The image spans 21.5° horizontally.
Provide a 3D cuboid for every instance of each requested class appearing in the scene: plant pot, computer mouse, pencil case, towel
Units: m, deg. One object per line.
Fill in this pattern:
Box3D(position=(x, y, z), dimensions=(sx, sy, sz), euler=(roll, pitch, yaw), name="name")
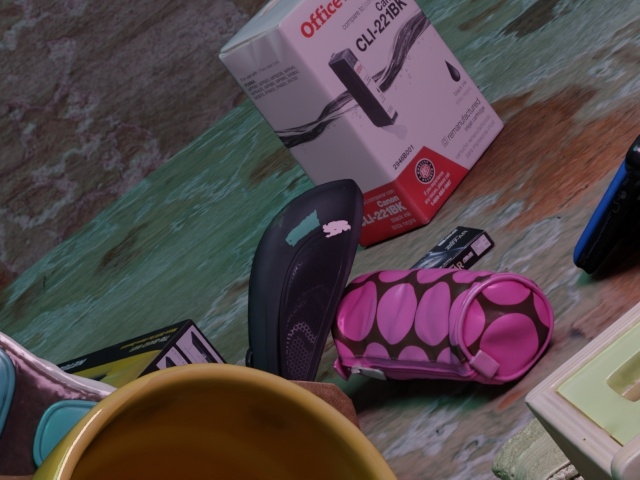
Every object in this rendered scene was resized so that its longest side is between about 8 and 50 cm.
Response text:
Box3D(position=(-0.096, 0.239, 1.062), dimensions=(0.239, 0.254, 0.254), euler=(-46, 4, 47), name="plant pot")
Box3D(position=(-0.034, 0.071, 1.447), dimensions=(0.188, 0.072, 0.272), euler=(-153, 79, -78), name="computer mouse")
Box3D(position=(0.093, 0.074, 1.374), dimensions=(0.098, 0.095, 0.209), euler=(-47, 19, -24), name="pencil case")
Box3D(position=(0.186, 0.120, 1.135), dimensions=(0.148, 0.027, 0.110), euler=(-40, 14, -7), name="towel")

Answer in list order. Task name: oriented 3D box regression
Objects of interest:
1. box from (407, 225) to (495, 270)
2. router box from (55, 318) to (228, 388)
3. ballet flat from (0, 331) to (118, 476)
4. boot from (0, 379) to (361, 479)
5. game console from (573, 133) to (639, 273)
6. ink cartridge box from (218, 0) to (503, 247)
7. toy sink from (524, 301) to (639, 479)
Box3D(position=(0.120, 0.021, 1.616), dimensions=(0.083, 0.018, 0.067), euler=(-41, 15, -10), name="box")
Box3D(position=(-0.268, 0.216, 1.820), dimensions=(0.309, 0.081, 0.243), euler=(-21, 22, 49), name="router box")
Box3D(position=(-0.242, 0.153, 1.363), dimensions=(0.139, 0.400, 0.139), euler=(-162, 90, -90), name="ballet flat")
Box3D(position=(-0.117, 0.163, 1.243), dimensions=(0.305, 0.115, 0.112), euler=(-3, -1, -12), name="boot")
Box3D(position=(0.368, -0.084, 1.334), dimensions=(0.293, 0.173, 0.250), euler=(-46, -15, -31), name="game console")
Box3D(position=(0.048, -0.164, 1.849), dimensions=(0.114, 0.273, 0.197), euler=(-22, 22, 48), name="ink cartridge box")
Box3D(position=(0.226, 0.105, 0.872), dimensions=(0.153, 0.131, 0.234), euler=(-39, 15, -1), name="toy sink")
